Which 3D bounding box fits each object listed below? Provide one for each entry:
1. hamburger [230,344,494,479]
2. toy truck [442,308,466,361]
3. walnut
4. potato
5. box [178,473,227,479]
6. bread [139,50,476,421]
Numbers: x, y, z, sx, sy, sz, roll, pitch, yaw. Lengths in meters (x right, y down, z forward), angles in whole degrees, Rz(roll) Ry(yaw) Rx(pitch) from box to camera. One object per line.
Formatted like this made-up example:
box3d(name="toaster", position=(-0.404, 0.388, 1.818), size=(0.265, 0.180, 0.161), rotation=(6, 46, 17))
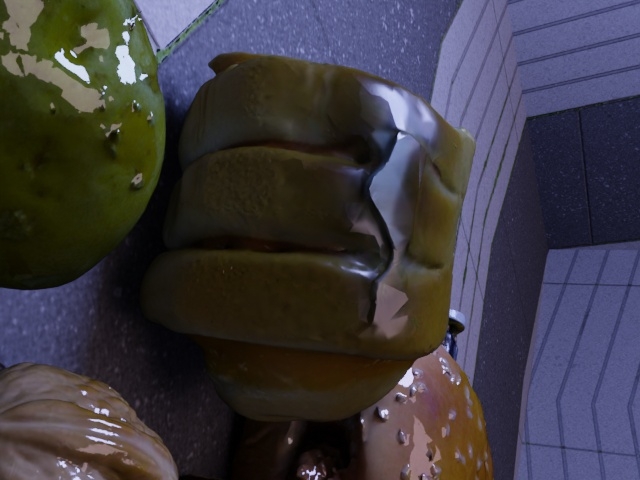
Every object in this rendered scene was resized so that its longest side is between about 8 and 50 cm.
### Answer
box3d(name="hamburger", position=(0.048, 0.320, 0.892), size=(0.287, 0.268, 0.446), rotation=(-47, 133, -51))
box3d(name="toy truck", position=(0.088, 0.093, 1.064), size=(0.367, 0.175, 0.146), rotation=(60, 40, -48))
box3d(name="walnut", position=(-0.178, 0.161, 0.512), size=(0.184, 0.155, 0.155), rotation=(55, 42, -48))
box3d(name="potato", position=(-0.189, -0.087, 0.460), size=(0.186, 0.148, 0.253), rotation=(-12, 128, -32))
box3d(name="box", position=(-0.036, 0.312, 0.713), size=(0.074, 0.239, 0.153), rotation=(-33, 120, -59))
box3d(name="bread", position=(0.000, 0.000, 0.723), size=(0.300, 0.210, 0.341), rotation=(23, 71, -21))
